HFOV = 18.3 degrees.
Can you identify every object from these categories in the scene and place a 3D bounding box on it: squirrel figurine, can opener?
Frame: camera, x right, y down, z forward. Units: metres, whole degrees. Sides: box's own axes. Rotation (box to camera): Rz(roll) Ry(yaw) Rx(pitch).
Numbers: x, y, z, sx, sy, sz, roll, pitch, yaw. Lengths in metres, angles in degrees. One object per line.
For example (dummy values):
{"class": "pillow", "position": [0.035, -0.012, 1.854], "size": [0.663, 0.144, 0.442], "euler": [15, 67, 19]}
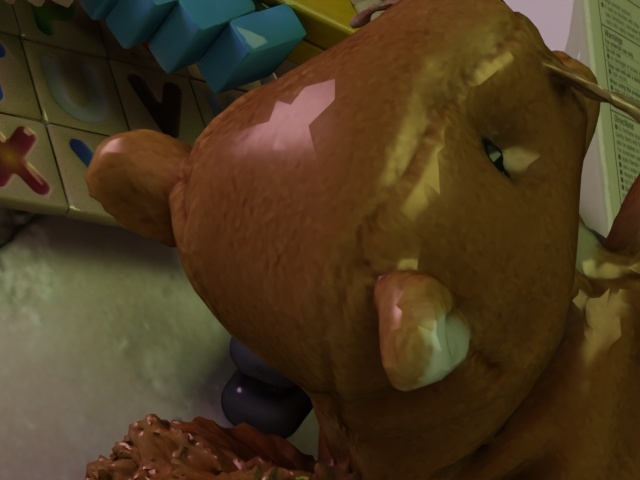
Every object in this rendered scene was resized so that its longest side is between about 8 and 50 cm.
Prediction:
{"class": "squirrel figurine", "position": [0.043, 0.089, 0.849], "size": [0.281, 0.397, 0.370], "euler": [36, -2, 34]}
{"class": "can opener", "position": [0.000, 0.000, 1.137], "size": [0.095, 0.076, 0.283], "euler": [22, 38, 13]}

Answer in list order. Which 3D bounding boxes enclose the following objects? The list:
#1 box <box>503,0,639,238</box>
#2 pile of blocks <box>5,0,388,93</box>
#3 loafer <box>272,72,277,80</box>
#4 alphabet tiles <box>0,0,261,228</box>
{"class": "box", "position": [0.142, -0.020, 1.150], "size": [0.148, 0.121, 0.311], "euler": [19, 62, -54]}
{"class": "pile of blocks", "position": [-0.117, -0.141, 1.036], "size": [0.362, 0.112, 0.149], "euler": [28, 52, -14]}
{"class": "loafer", "position": [-0.034, -0.129, 1.206], "size": [0.125, 0.039, 0.045], "euler": [57, 10, 27]}
{"class": "alphabet tiles", "position": [-0.156, -0.149, 1.095], "size": [0.285, 0.011, 0.343], "euler": [10, 48, -40]}
